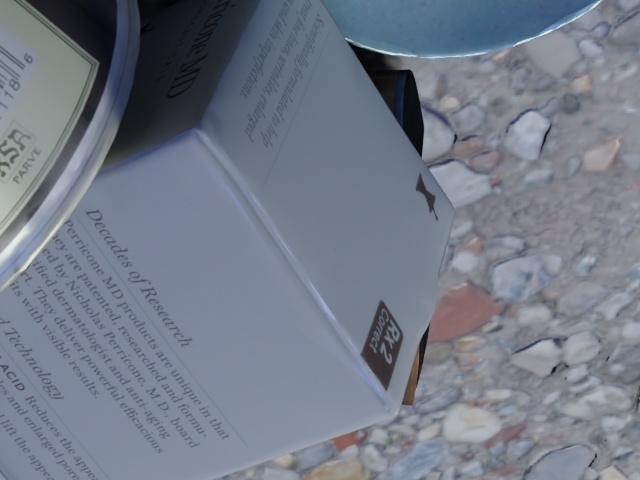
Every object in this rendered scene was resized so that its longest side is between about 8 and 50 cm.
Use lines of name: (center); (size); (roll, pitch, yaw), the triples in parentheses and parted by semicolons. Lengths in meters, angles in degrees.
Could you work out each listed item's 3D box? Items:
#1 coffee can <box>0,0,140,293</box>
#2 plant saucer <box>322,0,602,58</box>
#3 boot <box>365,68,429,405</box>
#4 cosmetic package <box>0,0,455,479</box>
coffee can: (-0.228, -0.105, 0.700); (0.201, 0.201, 0.275); (-33, 133, 18)
plant saucer: (0.062, -0.163, 0.835); (0.195, 0.037, 0.195); (-8, 135, -8)
boot: (0.000, 0.000, 0.972); (0.106, 0.082, 0.219); (1, 136, 9)
cosmetic package: (-0.064, 0.003, 0.836); (0.184, 0.151, 0.151); (-23, 116, 27)
